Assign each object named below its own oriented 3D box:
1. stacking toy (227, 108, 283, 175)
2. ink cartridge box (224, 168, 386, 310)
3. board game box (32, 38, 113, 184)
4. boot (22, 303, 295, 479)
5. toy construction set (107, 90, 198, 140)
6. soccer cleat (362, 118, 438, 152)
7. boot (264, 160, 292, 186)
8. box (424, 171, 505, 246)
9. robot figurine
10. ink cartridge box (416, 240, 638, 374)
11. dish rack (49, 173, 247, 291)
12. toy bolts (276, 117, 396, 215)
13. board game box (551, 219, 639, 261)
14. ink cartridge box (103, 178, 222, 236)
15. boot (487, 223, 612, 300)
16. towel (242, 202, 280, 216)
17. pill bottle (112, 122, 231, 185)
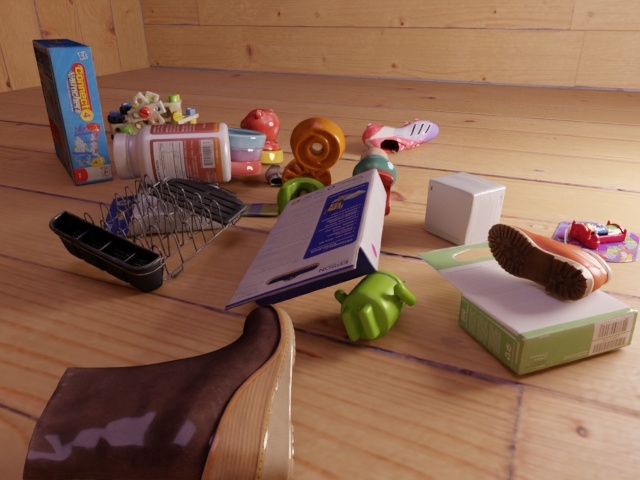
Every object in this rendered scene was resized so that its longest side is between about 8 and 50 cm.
[{"bbox_3d":[-0.241,-0.255,1.247,0.280,0.130,0.309,8,19,5],"label":"stacking toy"},{"bbox_3d":[0.000,0.000,0.764,0.176,0.069,0.371,-19,18,18],"label":"ink cartridge box"},{"bbox_3d":[-0.608,-0.323,1.258,0.086,0.301,0.308,-15,29,-29],"label":"board game box"},{"bbox_3d":[-0.131,0.128,0.491,0.207,0.090,0.248,9,24,-9],"label":"boot"},{"bbox_3d":[-0.513,-0.372,1.563,0.215,0.151,0.327,0,14,1],"label":"toy construction set"},{"bbox_3d":[0.232,-0.282,1.441,0.248,0.083,0.095,-7,55,-25],"label":"soccer cleat"},{"bbox_3d":[-0.070,-0.151,1.197,0.119,0.042,0.087,-4,32,-7],"label":"boot"},{"bbox_3d":[0.251,-0.056,0.907,0.087,0.101,0.101,-15,29,-32],"label":"box"},{"bbox_3d":[0.069,0.081,0.657,0.101,0.067,0.115,-13,15,35],"label":"robot figurine"},{"bbox_3d":[0.257,0.073,0.687,0.171,0.056,0.235,-9,23,-18],"label":"ink cartridge box"},{"bbox_3d":[-0.263,-0.038,0.847,0.208,0.074,0.271,22,44,22],"label":"dish rack"},{"bbox_3d":[0.040,-0.159,1.017,0.229,0.218,0.158,7,39,0],"label":"toy bolts"},{"bbox_3d":[0.482,-0.014,0.895,0.133,0.033,0.169,15,29,30],"label":"board game box"},{"bbox_3d":[-0.311,-0.075,1.022,0.224,0.045,0.223,-6,26,-12],"label":"ink cartridge box"},{"bbox_3d":[0.297,0.022,0.677,0.085,0.059,0.158,-12,35,-32],"label":"boot"},{"bbox_3d":[-0.120,-0.061,1.032,0.083,0.009,0.060,0,26,3],"label":"towel"},{"bbox_3d":[-0.291,-0.172,1.031,0.216,0.121,0.121,-3,25,-7],"label":"pill bottle"}]
